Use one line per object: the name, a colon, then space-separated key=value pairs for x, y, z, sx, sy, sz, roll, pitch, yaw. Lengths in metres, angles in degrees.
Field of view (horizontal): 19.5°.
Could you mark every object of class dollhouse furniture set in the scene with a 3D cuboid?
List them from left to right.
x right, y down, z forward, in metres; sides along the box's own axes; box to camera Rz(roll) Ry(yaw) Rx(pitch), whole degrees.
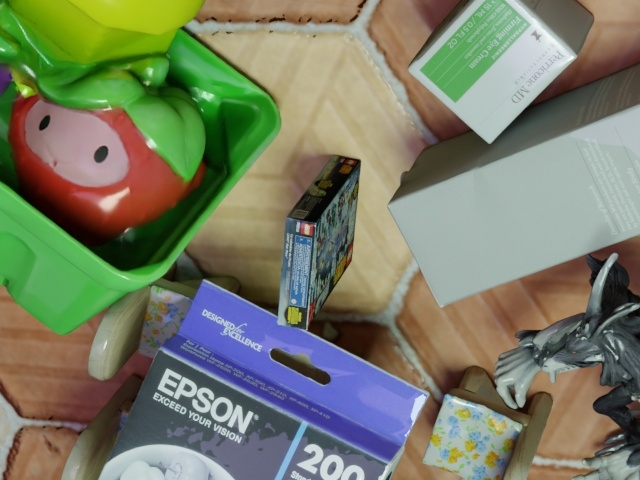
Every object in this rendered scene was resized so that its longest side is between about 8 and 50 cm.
dollhouse furniture set: x=-0.052 y=0.275 z=1.551 sx=0.362 sy=0.256 sz=0.394 roll=21 pitch=118 yaw=8

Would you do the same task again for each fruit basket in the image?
fruit basket: x=-0.202 y=-0.161 z=1.421 sx=0.392 sy=0.283 sz=0.392 roll=17 pitch=133 yaw=19

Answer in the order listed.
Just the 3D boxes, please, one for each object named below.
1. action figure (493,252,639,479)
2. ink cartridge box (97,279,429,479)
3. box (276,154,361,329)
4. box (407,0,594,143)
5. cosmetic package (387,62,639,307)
action figure: x=0.220 y=0.126 z=1.400 sx=0.141 sy=0.164 sz=0.275 roll=-29 pitch=138 yaw=3
ink cartridge box: x=-0.051 y=0.167 z=1.449 sx=0.206 sy=0.045 sz=0.208 roll=26 pitch=96 yaw=9
box: x=0.000 y=0.000 z=1.480 sx=0.027 sy=0.137 sz=0.094 roll=12 pitch=117 yaw=12
box: x=0.136 y=-0.147 z=1.390 sx=0.087 sy=0.102 sz=0.101 roll=41 pitch=117 yaw=-5
cosmetic package: x=0.182 y=-0.049 z=1.406 sx=0.238 sy=0.127 sz=0.107 roll=-24 pitch=105 yaw=27
